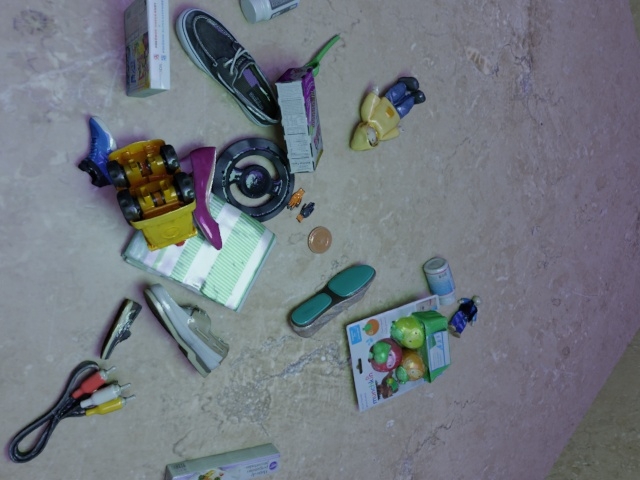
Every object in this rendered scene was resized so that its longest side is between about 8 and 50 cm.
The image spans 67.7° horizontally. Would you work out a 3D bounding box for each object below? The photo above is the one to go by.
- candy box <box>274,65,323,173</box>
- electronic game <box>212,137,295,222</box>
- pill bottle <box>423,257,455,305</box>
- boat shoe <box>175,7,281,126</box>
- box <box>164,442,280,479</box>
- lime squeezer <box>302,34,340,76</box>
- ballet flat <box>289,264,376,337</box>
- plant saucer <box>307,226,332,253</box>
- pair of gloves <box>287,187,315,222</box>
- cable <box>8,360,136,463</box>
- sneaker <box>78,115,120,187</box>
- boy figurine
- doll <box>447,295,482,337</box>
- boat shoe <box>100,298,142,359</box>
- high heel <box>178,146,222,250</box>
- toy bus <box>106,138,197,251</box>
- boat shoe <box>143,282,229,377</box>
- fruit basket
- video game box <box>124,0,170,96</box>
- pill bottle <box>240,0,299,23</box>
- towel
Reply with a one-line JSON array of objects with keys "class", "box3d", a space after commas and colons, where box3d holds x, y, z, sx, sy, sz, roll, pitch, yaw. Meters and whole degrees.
[{"class": "candy box", "box3d": [-0.049, -0.310, 1.229, 0.071, 0.159, 0.233, -1, 121, 11]}, {"class": "electronic game", "box3d": [-0.175, -0.157, 1.269, 0.229, 0.048, 0.229, -9, 110, -25]}, {"class": "pill bottle", "box3d": [0.427, 0.148, 1.691, 0.087, 0.087, 0.160, -33, 115, -23]}, {"class": "boat shoe", "box3d": [-0.200, -0.421, 1.160, 0.335, 0.119, 0.121, 45, 75, -31]}, {"class": "box", "box3d": [-0.271, 0.647, 1.355, 0.324, 0.067, 0.063, 3, 99, -34]}, {"class": "lime squeezer", "box3d": [-0.017, -0.436, 1.314, 0.110, 0.059, 0.310, 13, 91, -33]}, {"class": "ballet flat", "box3d": [0.042, 0.188, 1.460, 0.316, 0.107, 0.106, -31, 134, -19]}, {"class": "plant saucer", "box3d": [0.000, 0.000, 1.434, 0.083, 0.013, 0.083, -6, 102, -31]}, {"class": "pair of gloves", "box3d": [-0.056, -0.101, 1.380, 0.074, 0.010, 0.083, -50, 121, -15]}, {"class": "cable", "box3d": [-0.586, 0.390, 1.099, 0.287, 0.072, 0.139, -32, 109, -23]}, {"class": "sneaker", "box3d": [-0.496, -0.191, 1.052, 0.084, 0.058, 0.152, -31, 121, -33]}, {"class": "boy figurine", "box3d": [0.189, -0.378, 1.437, 0.285, 0.092, 0.177, -46, 122, -21]}, {"class": "doll", "box3d": [0.558, 0.285, 1.826, 0.189, 0.046, 0.129, -46, 110, -24]}, {"class": "boat shoe", "box3d": [-0.477, 0.217, 1.145, 0.049, 0.056, 0.152, 28, 84, -28]}, {"class": "high heel", "box3d": [-0.260, -0.103, 1.152, 0.117, 0.082, 0.244, -25, 88, -11]}, {"class": "toy bus", "box3d": [-0.362, -0.084, 1.071, 0.149, 0.220, 0.211, -23, 151, -17]}, {"class": "boat shoe", "box3d": [-0.335, 0.212, 1.210, 0.103, 0.113, 0.302, -39, 128, -22]}, {"class": "fruit basket", "box3d": [0.269, 0.378, 1.592, 0.353, 0.165, 0.327, -17, 108, -26]}, {"class": "video game box", "box3d": [-0.367, -0.405, 1.006, 0.048, 0.205, 0.187, -2, 101, -34]}, {"class": "pill bottle", "box3d": [-0.126, -0.601, 1.198, 0.137, 0.078, 0.078, -35, 116, -23]}, {"class": "towel", "box3d": [-0.292, 0.012, 1.207, 0.325, 0.038, 0.248, 31, 81, -21]}]
